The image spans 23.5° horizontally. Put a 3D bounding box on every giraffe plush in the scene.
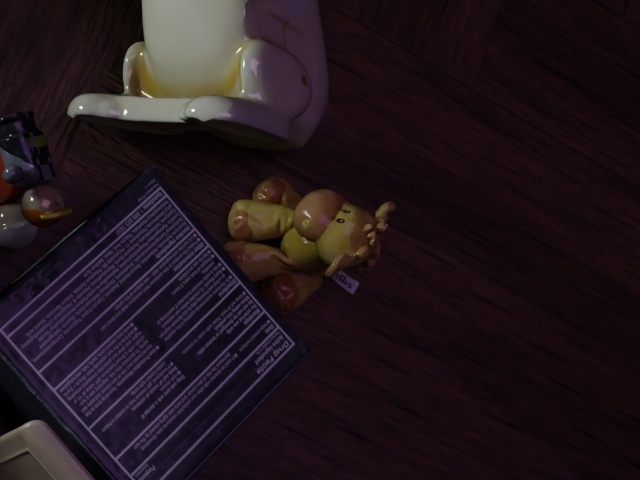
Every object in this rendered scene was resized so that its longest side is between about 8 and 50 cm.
[{"bbox_3d":[0.000,0.000,1.954,0.210,0.170,0.181,20,69,-22],"label":"giraffe plush"}]

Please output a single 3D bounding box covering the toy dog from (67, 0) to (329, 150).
[{"bbox_3d":[-0.086,-0.325,1.895,0.395,0.285,0.407,7,89,-42],"label":"toy dog"}]

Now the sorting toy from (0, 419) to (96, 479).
[{"bbox_3d":[-0.300,0.283,1.721,0.347,0.196,0.047,51,49,-8],"label":"sorting toy"}]

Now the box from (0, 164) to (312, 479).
[{"bbox_3d":[-0.228,0.129,1.796,0.294,0.183,0.296,50,61,-7],"label":"box"}]

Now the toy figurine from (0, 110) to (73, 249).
[{"bbox_3d":[-0.402,-0.044,1.734,0.213,0.209,0.148,-18,93,-29],"label":"toy figurine"}]
